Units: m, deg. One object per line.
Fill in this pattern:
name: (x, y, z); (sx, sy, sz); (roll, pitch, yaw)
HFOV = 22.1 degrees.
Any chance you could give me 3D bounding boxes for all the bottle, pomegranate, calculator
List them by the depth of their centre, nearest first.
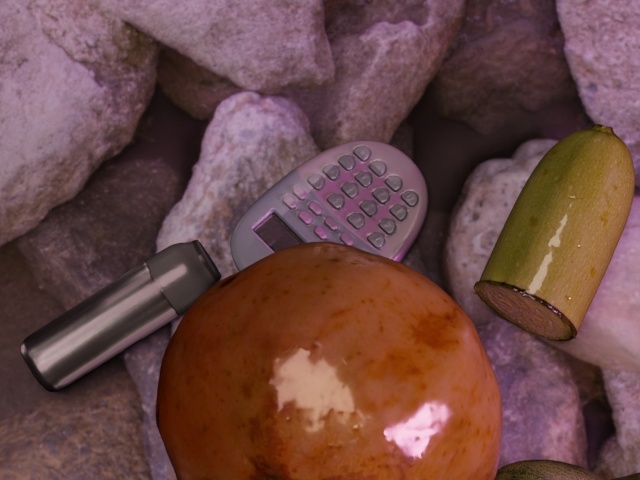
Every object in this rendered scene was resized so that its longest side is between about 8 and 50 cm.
pomegranate: (0.026, 0.172, 1.780); (0.410, 0.410, 0.410); (-3, 71, 9)
bottle: (-0.242, 0.086, 1.988); (0.254, 0.079, 0.096); (-33, 29, 0)
calculator: (0.000, 0.000, 1.989); (0.299, 0.041, 0.185); (-44, 70, -8)

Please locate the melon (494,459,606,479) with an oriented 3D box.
melon: (0.266, 0.314, 1.784); (0.192, 0.139, 0.139); (24, 78, 17)

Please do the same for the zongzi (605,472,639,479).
zongzi: (0.402, 0.242, 1.832); (0.130, 0.062, 0.154); (26, 71, 29)

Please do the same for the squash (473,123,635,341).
squash: (0.288, -0.019, 1.898); (0.132, 0.132, 0.247); (25, 76, 17)
